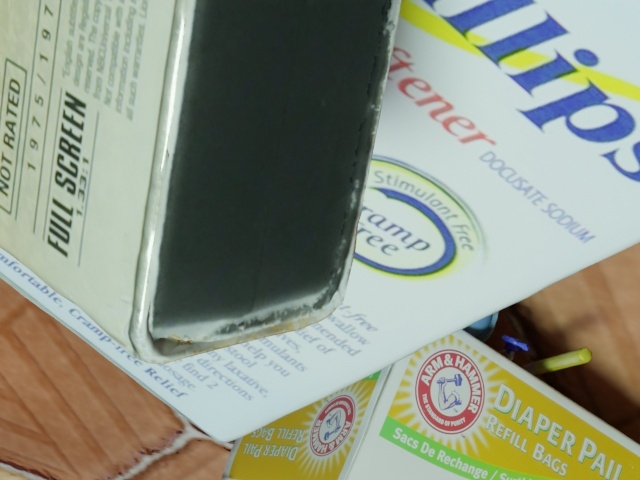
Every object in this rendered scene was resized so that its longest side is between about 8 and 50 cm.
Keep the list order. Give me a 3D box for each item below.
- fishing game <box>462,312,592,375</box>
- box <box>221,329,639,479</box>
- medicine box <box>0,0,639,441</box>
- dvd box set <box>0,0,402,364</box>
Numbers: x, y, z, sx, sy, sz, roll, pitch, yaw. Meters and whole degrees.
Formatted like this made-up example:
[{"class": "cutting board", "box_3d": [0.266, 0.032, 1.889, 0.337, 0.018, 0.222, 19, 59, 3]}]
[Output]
[{"class": "fishing game", "box_3d": [0.000, 0.000, 0.891, 0.264, 0.041, 0.189, 27, 159, -11]}, {"class": "box", "box_3d": [0.072, 0.123, 0.918, 0.203, 0.103, 0.114, 33, 160, -25]}, {"class": "medicine box", "box_3d": [0.040, -0.116, 0.562, 0.149, 0.263, 0.289, 39, 141, -17]}, {"class": "dvd box set", "box_3d": [-0.123, -0.197, 0.467, 0.420, 0.062, 0.307, 31, 120, 42]}]
